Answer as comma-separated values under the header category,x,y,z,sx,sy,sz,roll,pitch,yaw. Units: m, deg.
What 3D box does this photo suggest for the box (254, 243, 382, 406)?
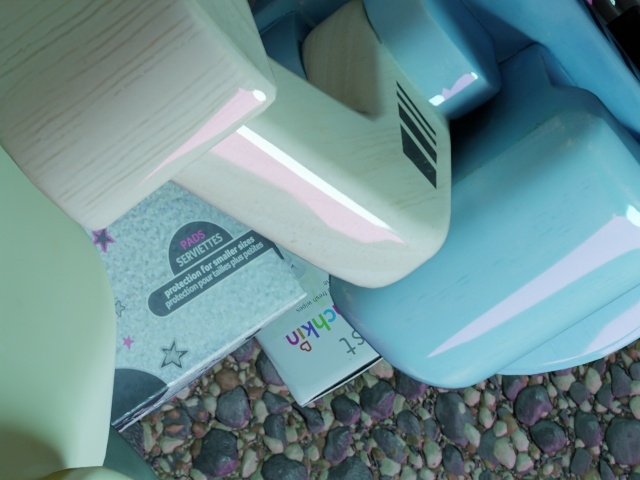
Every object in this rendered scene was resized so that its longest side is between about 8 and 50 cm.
category,x,y,z,sx,sy,sz,roll,pitch,yaw
box,0.000,0.000,1.337,0.127,0.231,0.262,-35,177,17

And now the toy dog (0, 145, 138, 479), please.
category,x,y,z,sx,sy,sz,roll,pitch,yaw
toy dog,-0.270,0.125,0.468,0.408,0.284,0.395,-37,-147,17

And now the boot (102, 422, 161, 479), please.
category,x,y,z,sx,sy,sz,roll,pitch,yaw
boot,-0.197,0.088,0.723,0.190,0.208,0.076,-31,180,-40

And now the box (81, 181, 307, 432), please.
category,x,y,z,sx,sy,sz,roll,pitch,yaw
box,-0.161,0.045,0.892,0.247,0.163,0.142,-33,179,-32

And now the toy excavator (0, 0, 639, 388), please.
category,x,y,z,sx,sy,sz,roll,pitch,yaw
toy excavator,0.046,-0.051,0.691,0.222,0.433,0.445,-35,-155,17

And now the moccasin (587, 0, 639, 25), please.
category,x,y,z,sx,sy,sz,roll,pitch,yaw
moccasin,0.256,-0.224,1.164,0.147,0.139,0.380,-44,-175,-1
